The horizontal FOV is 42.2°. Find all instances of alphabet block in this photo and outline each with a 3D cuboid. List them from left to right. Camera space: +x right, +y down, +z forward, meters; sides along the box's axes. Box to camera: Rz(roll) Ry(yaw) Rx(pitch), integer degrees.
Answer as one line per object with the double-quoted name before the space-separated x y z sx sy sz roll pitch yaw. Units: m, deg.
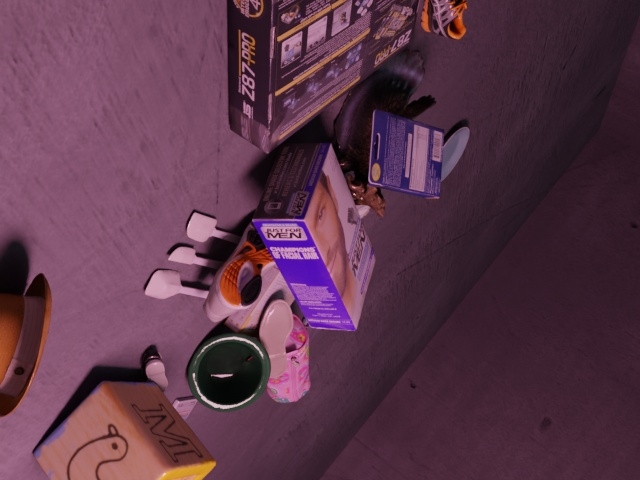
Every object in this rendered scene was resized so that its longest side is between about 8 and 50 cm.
"alphabet block" -0.336 0.380 1.441 0.192 0.197 0.193 -46 159 7

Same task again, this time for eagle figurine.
"eagle figurine" 0.122 -0.207 1.666 0.226 0.225 0.298 -15 -118 58

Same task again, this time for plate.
"plate" 0.344 -0.233 2.265 0.188 0.024 0.188 -44 156 -26

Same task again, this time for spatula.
"spatula" -0.214 0.040 1.490 0.168 0.019 0.242 -61 160 2

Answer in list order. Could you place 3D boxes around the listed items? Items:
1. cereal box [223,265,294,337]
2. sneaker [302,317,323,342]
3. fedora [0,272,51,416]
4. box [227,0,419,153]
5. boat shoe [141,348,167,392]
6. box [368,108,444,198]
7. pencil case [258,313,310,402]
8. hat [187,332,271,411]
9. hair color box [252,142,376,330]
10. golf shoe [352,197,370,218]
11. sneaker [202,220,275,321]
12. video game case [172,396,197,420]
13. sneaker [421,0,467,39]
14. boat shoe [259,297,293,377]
"cereal box" -0.094 0.100 1.790 0.240 0.047 0.173 -56 159 1
"sneaker" 0.028 0.185 2.110 0.083 0.098 0.223 -11 132 -61
"fedora" -0.410 0.128 1.061 0.079 0.194 0.194 18 110 -30
"box" 0.023 -0.361 1.281 0.395 0.097 0.318 -42 154 -31
"boat shoe" -0.314 0.249 1.556 0.046 0.038 0.125 -11 142 -14
"box" 0.152 -0.158 1.537 0.225 0.037 0.136 7 87 -49
"pencil case" -0.084 0.289 1.994 0.124 0.124 0.284 -44 157 -26
"hat" -0.208 0.260 1.803 0.183 0.173 0.208 -121 -134 -68
"hair color box" 0.000 0.000 1.547 0.338 0.110 0.185 63 36 -46
"golf shoe" 0.055 -0.069 1.837 0.176 0.069 0.086 -56 153 -1
"sneaker" -0.143 0.049 1.544 0.121 0.099 0.262 -38 -170 41
"video game case" -0.320 0.393 1.798 0.122 0.011 0.087 -58 160 6
"sneaker" 0.246 -0.474 1.609 0.084 0.083 0.215 -49 157 -11
"boat shoe" -0.105 0.201 1.786 0.075 0.065 0.206 -8 124 -19
